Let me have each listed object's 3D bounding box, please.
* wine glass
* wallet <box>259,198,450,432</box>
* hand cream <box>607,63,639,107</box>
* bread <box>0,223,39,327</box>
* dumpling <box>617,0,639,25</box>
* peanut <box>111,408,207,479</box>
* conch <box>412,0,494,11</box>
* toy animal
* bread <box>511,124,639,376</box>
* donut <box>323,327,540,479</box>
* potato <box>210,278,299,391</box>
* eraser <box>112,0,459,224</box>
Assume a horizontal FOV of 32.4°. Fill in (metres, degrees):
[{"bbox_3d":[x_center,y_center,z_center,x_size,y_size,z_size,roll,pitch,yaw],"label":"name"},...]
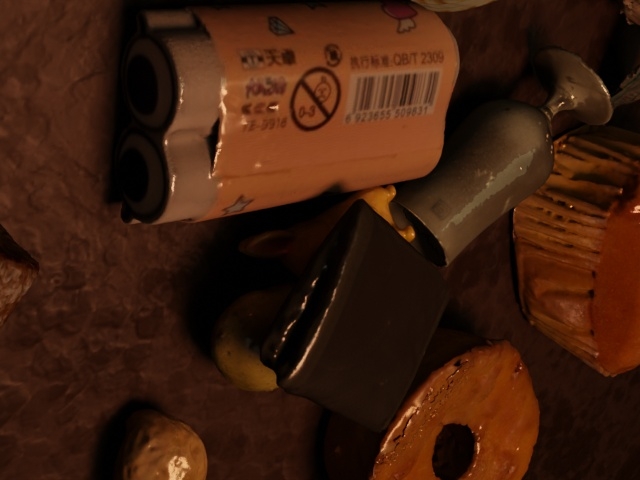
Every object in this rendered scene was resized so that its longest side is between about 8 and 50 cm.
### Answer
[{"bbox_3d":[0.171,-0.081,1.078,0.231,0.103,0.103,-41,136,-12],"label":"wine glass"},{"bbox_3d":[0.040,0.077,0.977,0.168,0.052,0.245,-62,149,-8],"label":"wallet"},{"bbox_3d":[0.377,-0.174,1.144,0.075,0.248,0.052,-1,77,-25],"label":"hand cream"},{"bbox_3d":[-0.339,0.005,0.581,0.165,0.113,0.416,-47,151,6],"label":"bread"},{"bbox_3d":[0.387,-0.289,1.120,0.247,0.142,0.172,-14,126,-57],"label":"dumpling"},{"bbox_3d":[-0.146,0.246,0.991,0.099,0.099,0.214,-13,117,-39],"label":"peanut"},{"bbox_3d":[0.135,-0.278,0.891,0.200,0.131,0.172,-36,115,-26],"label":"conch"},{"bbox_3d":[-0.001,0.003,0.997,0.159,0.070,0.083,-15,162,-32],"label":"toy animal"},{"bbox_3d":[0.340,0.013,1.258,0.204,0.156,0.288,-30,130,-31],"label":"bread"},{"bbox_3d":[0.118,0.212,1.200,0.277,0.108,0.277,-22,127,-33],"label":"donut"},{"bbox_3d":[-0.025,0.078,1.002,0.188,0.085,0.105,-19,145,-40],"label":"potato"},{"bbox_3d":[-0.019,-0.106,0.895,0.290,0.087,0.171,-13,120,-40],"label":"eraser"}]
